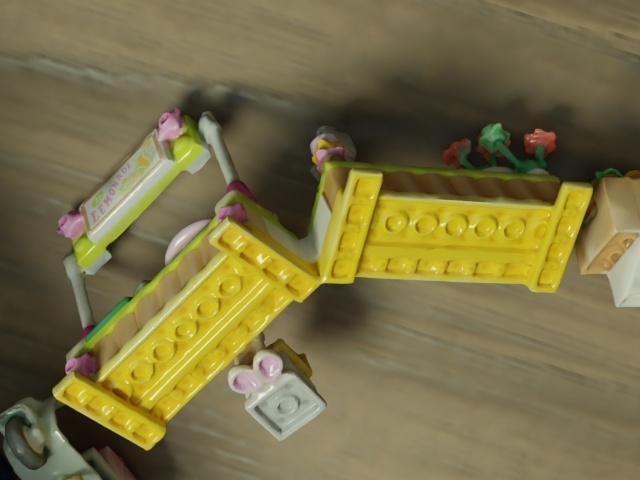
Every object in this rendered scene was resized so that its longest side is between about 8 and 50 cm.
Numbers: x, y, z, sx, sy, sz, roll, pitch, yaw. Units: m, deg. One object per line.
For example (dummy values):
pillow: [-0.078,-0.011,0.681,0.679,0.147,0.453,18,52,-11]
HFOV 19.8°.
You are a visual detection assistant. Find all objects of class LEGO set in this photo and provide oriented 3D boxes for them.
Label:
LEGO set: [0.000,0.000,0.701,0.287,0.107,0.132,-26,128,1]

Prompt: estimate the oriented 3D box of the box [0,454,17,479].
box: [-0.283,0.128,0.675,0.290,0.177,0.279,-32,94,6]
